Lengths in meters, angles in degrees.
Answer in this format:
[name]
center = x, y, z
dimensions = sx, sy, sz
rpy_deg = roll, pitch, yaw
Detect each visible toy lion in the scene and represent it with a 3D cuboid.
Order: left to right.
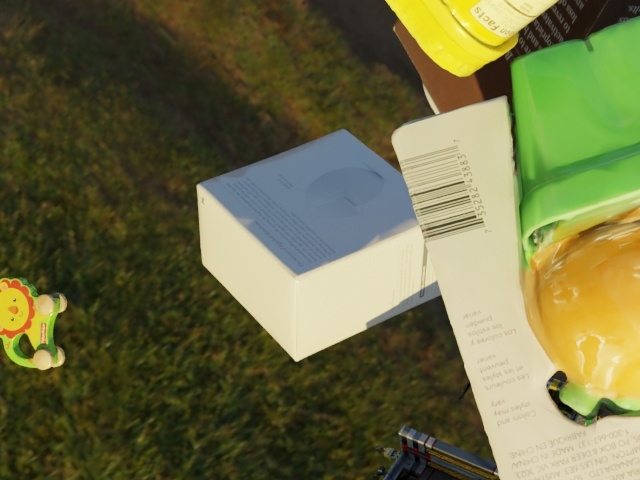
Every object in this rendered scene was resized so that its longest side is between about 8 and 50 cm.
[toy lion]
center = -0.338, 0.092, 1.434
dimensions = 0.034, 0.096, 0.100
rpy_deg = -9, 103, -70

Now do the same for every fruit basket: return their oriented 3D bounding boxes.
[fruit basket]
center = 0.240, 0.047, 0.656
dimensions = 0.165, 0.327, 0.353
rpy_deg = 53, 19, -73

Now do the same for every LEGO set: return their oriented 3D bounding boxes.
[LEGO set]
center = 0.170, 0.276, 1.435
dimensions = 0.331, 0.192, 0.255
rpy_deg = -55, 149, -28

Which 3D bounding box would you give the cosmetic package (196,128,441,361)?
[cosmetic package]
center = 0.000, 0.000, 1.559
dimensions = 0.225, 0.138, 0.224
rpy_deg = -21, 43, -27

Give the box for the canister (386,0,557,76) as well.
[canister]
center = 0.098, -0.175, 0.585
dimensions = 0.126, 0.170, 0.073
rpy_deg = 54, 32, -1

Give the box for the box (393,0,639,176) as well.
[box]
center = 0.208, -0.227, 0.879
dimensions = 0.143, 0.381, 0.191
rpy_deg = -1, 50, -30
